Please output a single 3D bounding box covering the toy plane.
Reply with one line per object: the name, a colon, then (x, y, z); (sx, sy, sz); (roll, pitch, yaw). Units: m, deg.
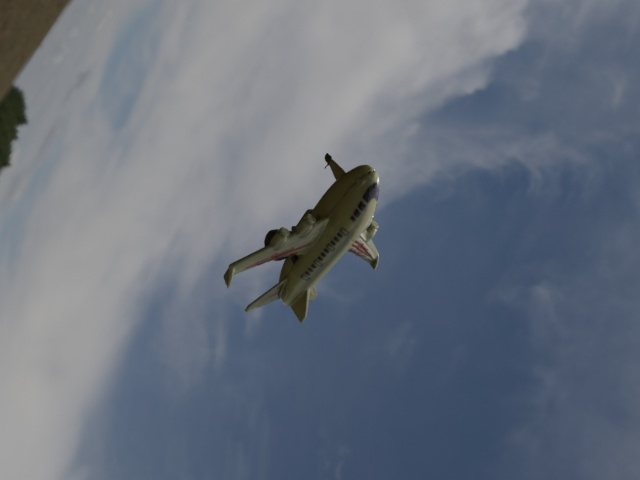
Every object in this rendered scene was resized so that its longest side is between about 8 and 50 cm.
toy plane: (0.000, 0.000, 1.037); (0.104, 0.242, 0.256); (51, -50, 36)
